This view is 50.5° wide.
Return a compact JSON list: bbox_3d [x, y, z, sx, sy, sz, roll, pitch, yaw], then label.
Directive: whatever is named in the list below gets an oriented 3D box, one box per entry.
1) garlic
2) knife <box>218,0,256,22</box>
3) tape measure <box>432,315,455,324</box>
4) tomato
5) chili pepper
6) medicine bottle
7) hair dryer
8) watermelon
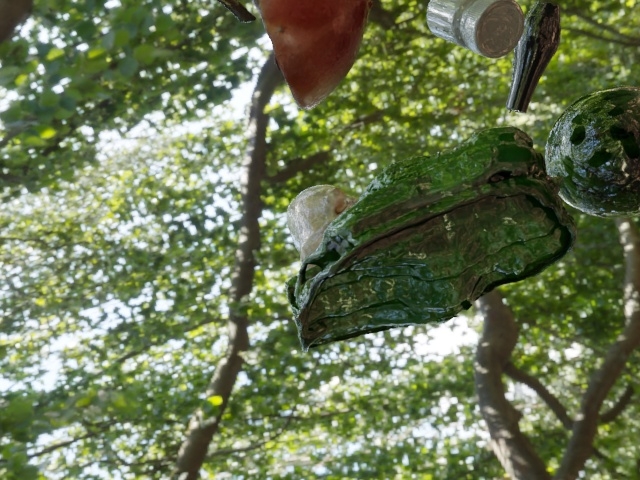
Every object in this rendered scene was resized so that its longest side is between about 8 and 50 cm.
[{"bbox_3d":[0.000,0.000,1.292,0.217,0.110,0.228,53,148,41],"label":"garlic"},{"bbox_3d":[-0.187,-0.358,0.921,0.222,0.021,0.046,33,-109,-13],"label":"knife"},{"bbox_3d":[0.212,0.090,1.333,0.087,0.177,0.154,-38,-93,-26],"label":"tape measure"},{"bbox_3d":[-0.002,-0.370,1.084,0.309,0.170,0.309,-18,-90,-83],"label":"tomato"},{"bbox_3d":[0.108,0.000,0.834,0.213,0.385,0.167,53,-164,-39],"label":"chili pepper"},{"bbox_3d":[0.271,-0.392,1.204,0.105,0.105,0.168,61,174,-36],"label":"medicine bottle"},{"bbox_3d":[0.466,-0.396,1.529,0.271,0.091,0.236,-34,-41,-76],"label":"hair dryer"},{"bbox_3d":[0.526,-0.155,1.206,0.242,0.242,0.242,-15,-90,-71],"label":"watermelon"}]
